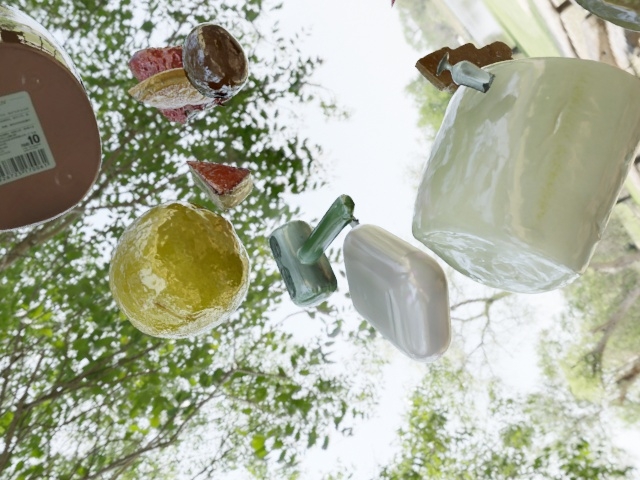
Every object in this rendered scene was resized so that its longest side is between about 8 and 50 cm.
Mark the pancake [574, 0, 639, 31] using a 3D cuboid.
[{"bbox_3d":[0.456,-0.374,0.733,0.050,0.242,0.242,88,159,-60],"label":"pancake"}]

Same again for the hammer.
[{"bbox_3d":[0.000,0.000,1.170,0.119,0.335,0.206,-13,-113,-32],"label":"hammer"}]

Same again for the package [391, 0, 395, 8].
[{"bbox_3d":[0.239,-0.807,1.672,0.022,0.083,0.200,18,-130,-15],"label":"package"}]

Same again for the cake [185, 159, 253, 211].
[{"bbox_3d":[-0.301,-0.149,1.480,0.086,0.220,0.117,80,-150,-41],"label":"cake"}]

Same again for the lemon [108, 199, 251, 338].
[{"bbox_3d":[-0.339,0.074,1.296,0.348,0.348,0.348,41,-156,-24],"label":"lemon"}]

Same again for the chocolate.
[{"bbox_3d":[-0.248,-0.428,1.266,0.177,0.177,0.177,41,-156,-24],"label":"chocolate"}]

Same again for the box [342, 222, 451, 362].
[{"bbox_3d":[0.184,0.124,1.340,0.349,0.141,0.289,37,143,54],"label":"box"}]

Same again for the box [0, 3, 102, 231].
[{"bbox_3d":[-0.445,-0.158,0.729,0.216,0.301,0.301,35,-172,41],"label":"box"}]

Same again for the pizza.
[{"bbox_3d":[-0.368,-0.407,1.437,0.134,0.271,0.056,100,151,-72],"label":"pizza"}]

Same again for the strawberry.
[{"bbox_3d":[-0.407,-0.485,1.618,0.258,0.261,0.261,60,-160,-13],"label":"strawberry"}]

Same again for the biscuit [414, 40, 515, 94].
[{"bbox_3d":[0.404,-0.451,1.445,0.301,0.043,0.278,13,-122,6],"label":"biscuit"}]

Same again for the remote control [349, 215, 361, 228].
[{"bbox_3d":[0.149,-0.046,2.061,0.261,0.029,0.067,50,163,-21],"label":"remote control"}]

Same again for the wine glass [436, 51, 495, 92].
[{"bbox_3d":[0.220,-0.252,0.811,0.083,0.039,0.042,28,-168,18],"label":"wine glass"}]

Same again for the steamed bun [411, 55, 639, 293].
[{"bbox_3d":[0.325,-0.107,0.961,0.290,0.371,0.456,26,176,3],"label":"steamed bun"}]
